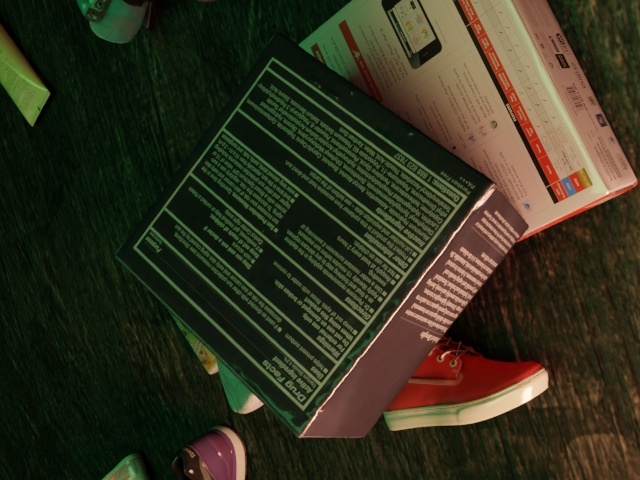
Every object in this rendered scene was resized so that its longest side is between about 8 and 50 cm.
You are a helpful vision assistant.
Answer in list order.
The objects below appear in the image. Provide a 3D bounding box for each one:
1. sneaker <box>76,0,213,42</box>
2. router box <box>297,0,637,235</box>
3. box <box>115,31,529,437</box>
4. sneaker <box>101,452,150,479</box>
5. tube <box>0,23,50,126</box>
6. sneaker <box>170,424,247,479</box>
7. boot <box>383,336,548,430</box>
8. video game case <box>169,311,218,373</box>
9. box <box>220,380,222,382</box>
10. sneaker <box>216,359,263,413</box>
[{"bbox_3d":[-0.254,-0.355,1.259,0.295,0.123,0.178,41,119,34],"label":"sneaker"},{"bbox_3d":[0.143,-0.145,1.013,0.301,0.082,0.336,-30,82,41],"label":"router box"},{"bbox_3d":[0.000,0.000,0.929,0.296,0.182,0.294,40,95,26],"label":"box"},{"bbox_3d":[-0.350,0.443,1.593,0.134,0.051,0.070,-47,66,33],"label":"sneaker"},{"bbox_3d":[-0.560,-0.321,1.576,0.240,0.062,0.070,53,172,11],"label":"tube"},{"bbox_3d":[-0.186,0.445,1.409,0.107,0.124,0.283,2,103,40],"label":"sneaker"},{"bbox_3d":[0.149,0.130,1.080,0.244,0.088,0.176,-19,87,45],"label":"boot"},{"bbox_3d":[-0.164,0.063,1.360,0.206,0.026,0.227,55,128,16],"label":"video game case"},{"bbox_3d":[-0.059,0.100,1.241,0.159,0.044,0.233,9,107,20],"label":"box"},{"bbox_3d":[-0.035,0.150,1.161,0.268,0.153,0.101,-45,60,58],"label":"sneaker"}]
